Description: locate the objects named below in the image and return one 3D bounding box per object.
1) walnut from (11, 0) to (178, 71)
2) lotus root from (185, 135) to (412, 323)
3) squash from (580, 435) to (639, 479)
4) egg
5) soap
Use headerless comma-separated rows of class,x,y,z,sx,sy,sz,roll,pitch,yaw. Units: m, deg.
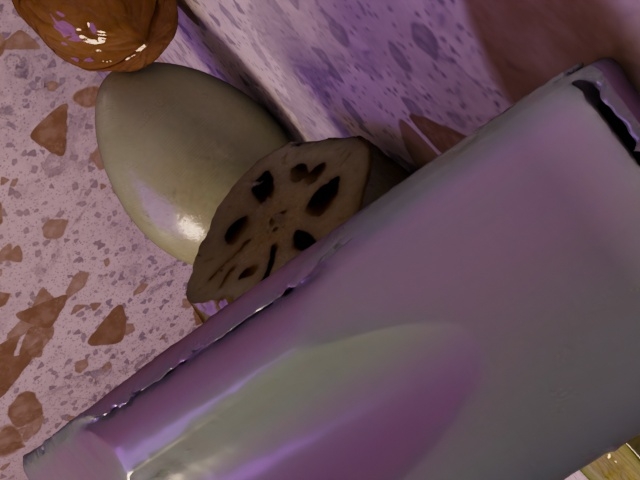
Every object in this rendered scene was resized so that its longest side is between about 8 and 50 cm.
walnut,-0.255,-0.277,0.988,0.207,0.167,0.167,42,171,22
lotus root,0.053,0.086,0.838,0.346,0.250,0.250,55,170,-31
squash,0.277,0.194,0.842,0.252,0.049,0.252,47,173,8
egg,-0.155,-0.099,1.095,0.295,0.218,0.218,49,172,-16
soap,0.019,0.081,0.516,0.156,0.446,0.261,56,-151,3
